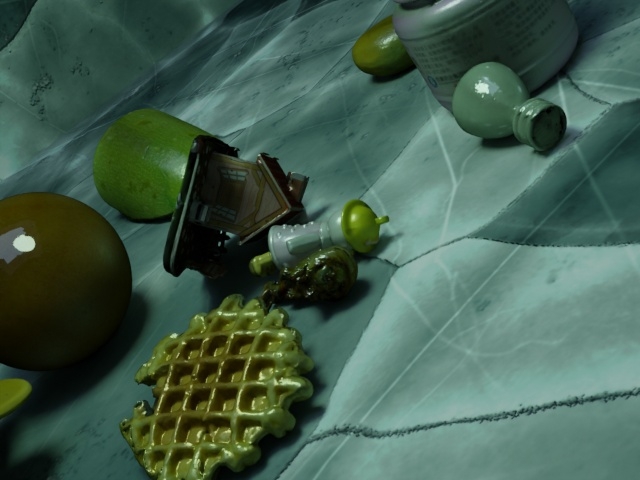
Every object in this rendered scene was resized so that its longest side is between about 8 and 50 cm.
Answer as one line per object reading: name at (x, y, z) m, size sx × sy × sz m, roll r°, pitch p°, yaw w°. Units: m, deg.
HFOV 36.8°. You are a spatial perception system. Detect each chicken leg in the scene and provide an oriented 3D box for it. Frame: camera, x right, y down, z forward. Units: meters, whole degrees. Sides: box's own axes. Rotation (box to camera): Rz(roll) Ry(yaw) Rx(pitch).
chicken leg at (-0.023, 0.054, 1.260) m, size 0.093 × 0.070 × 0.178 m, roll -4°, pitch -9°, yaw -36°

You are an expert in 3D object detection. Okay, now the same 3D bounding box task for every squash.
squash at (-0.285, -0.132, 1.950) m, size 0.309 × 0.210 × 0.233 m, roll 28°, pitch 61°, yaw 32°

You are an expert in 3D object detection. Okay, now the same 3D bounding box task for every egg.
egg at (-0.447, 0.063, 1.537) m, size 0.282 × 0.283 × 0.351 m, roll -41°, pitch 18°, yaw -11°

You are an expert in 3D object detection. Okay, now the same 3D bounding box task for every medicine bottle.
medicine bottle at (0.218, -0.368, 1.428) m, size 0.241 × 0.302 × 0.241 m, roll -29°, pitch 25°, yaw 15°

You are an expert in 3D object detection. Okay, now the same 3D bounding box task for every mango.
mango at (0.169, -0.382, 1.782) m, size 0.237 × 0.091 × 0.137 m, roll -25°, pitch 31°, yaw 8°

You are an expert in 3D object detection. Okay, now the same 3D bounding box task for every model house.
model house at (-0.113, -0.036, 1.443) m, size 0.294 × 0.153 × 0.207 m, roll -19°, pitch -57°, yaw -85°

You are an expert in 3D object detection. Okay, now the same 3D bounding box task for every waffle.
waffle at (-0.127, 0.174, 1.140) m, size 0.250 × 0.056 × 0.261 m, roll -42°, pitch 36°, yaw -6°

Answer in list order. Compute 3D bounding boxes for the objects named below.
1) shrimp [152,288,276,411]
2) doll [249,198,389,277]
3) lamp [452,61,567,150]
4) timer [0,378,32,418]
shrimp at (-0.122, 0.158, 1.221) m, size 0.236 × 0.053 × 0.133 m, roll -47°, pitch 25°, yaw -17°
doll at (0.000, 0.000, 1.316) m, size 0.207 × 0.081 × 0.129 m, roll -19°, pitch -4°, yaw 23°
lamp at (0.252, -0.176, 1.298) m, size 0.106 × 0.106 × 0.193 m, roll -38°, pitch 35°, yaw -5°
timer at (-0.614, 0.261, 1.333) m, size 0.376 × 0.376 × 0.387 m, roll -46°, pitch 28°, yaw -21°
